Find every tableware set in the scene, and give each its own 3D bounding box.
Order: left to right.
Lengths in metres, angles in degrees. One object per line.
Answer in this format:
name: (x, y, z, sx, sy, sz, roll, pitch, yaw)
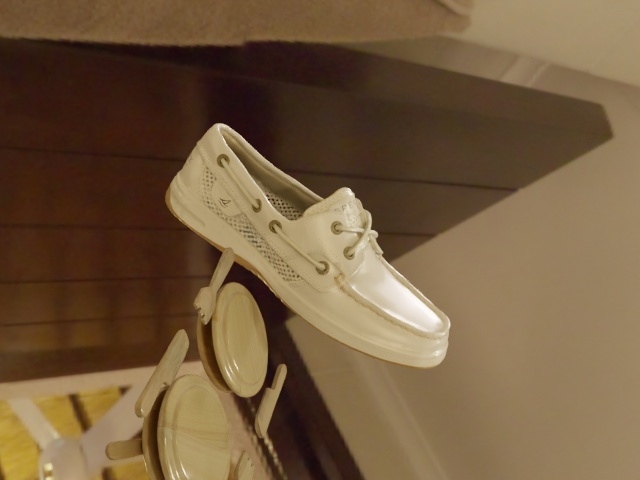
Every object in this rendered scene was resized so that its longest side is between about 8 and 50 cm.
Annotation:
tableware set: (-0.082, 0.105, 0.621, 0.039, 0.194, 0.128, -12, -63, 20)

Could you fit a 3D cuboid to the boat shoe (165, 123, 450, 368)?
boat shoe: (0.000, 0.000, 0.735, 0.277, 0.098, 0.096, 34, -67, 7)
